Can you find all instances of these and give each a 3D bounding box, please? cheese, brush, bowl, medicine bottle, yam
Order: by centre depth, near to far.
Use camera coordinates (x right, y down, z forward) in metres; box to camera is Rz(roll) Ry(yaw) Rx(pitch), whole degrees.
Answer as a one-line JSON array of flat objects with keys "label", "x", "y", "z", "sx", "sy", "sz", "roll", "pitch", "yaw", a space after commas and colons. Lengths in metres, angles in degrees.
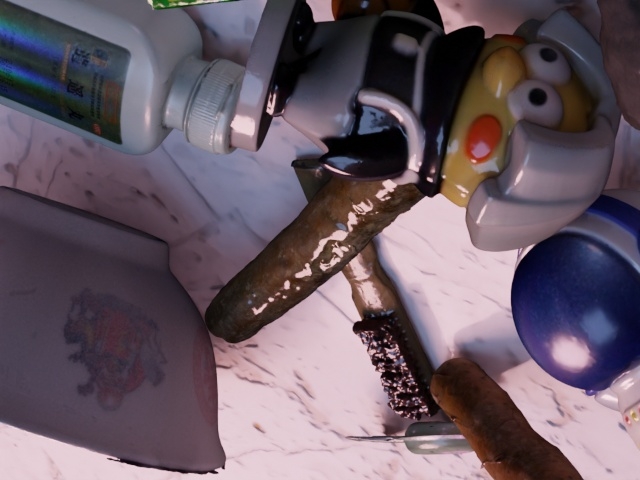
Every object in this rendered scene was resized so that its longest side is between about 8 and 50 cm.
[{"label": "medicine bottle", "x": -0.158, "y": -0.131, "z": 1.265, "sx": 0.229, "sy": 0.083, "sz": 0.121, "roll": 21, "pitch": 133, "yaw": 11}, {"label": "yam", "x": 0.143, "y": 0.158, "z": 1.269, "sx": 0.241, "sy": 0.057, "sz": 0.057, "roll": 50, "pitch": 163, "yaw": 56}, {"label": "yam", "x": 0.000, "y": 0.000, "z": 1.273, "sx": 0.061, "sy": 0.061, "sz": 0.274, "roll": 40, "pitch": 135, "yaw": -7}, {"label": "brush", "x": 0.037, "y": 0.043, "z": 1.340, "sx": 0.043, "sy": 0.036, "sz": 0.248, "roll": -10, "pitch": 122, "yaw": 24}, {"label": "bowl", "x": -0.211, "y": 0.052, "z": 1.366, "sx": 0.345, "sy": 0.345, "sz": 0.157, "roll": 19, "pitch": 90, "yaw": 15}, {"label": "cheese", "x": 0.084, "y": 0.160, "z": 1.404, "sx": 0.121, "sy": 0.026, "sz": 0.067, "roll": -6, "pitch": 169, "yaw": 34}]

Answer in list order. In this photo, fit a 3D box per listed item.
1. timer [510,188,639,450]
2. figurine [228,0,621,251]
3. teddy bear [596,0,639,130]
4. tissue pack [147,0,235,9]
[{"label": "timer", "x": 0.274, "y": 0.127, "z": 1.156, "sx": 0.383, "sy": 0.270, "sz": 0.270, "roll": 48, "pitch": 137, "yaw": 6}, {"label": "figurine", "x": 0.074, "y": -0.092, "z": 1.111, "sx": 0.236, "sy": 0.176, "sz": 0.133, "roll": 17, "pitch": 148, "yaw": 3}, {"label": "teddy bear", "x": 0.198, "y": -0.176, "z": 0.968, "sx": 0.144, "sy": 0.171, "sz": 0.251, "roll": -24, "pitch": 109, "yaw": 15}, {"label": "tissue pack", "x": -0.015, "y": -0.245, "z": 1.033, "sx": 0.209, "sy": 0.148, "sz": 0.156, "roll": -1, "pitch": 128, "yaw": 31}]
